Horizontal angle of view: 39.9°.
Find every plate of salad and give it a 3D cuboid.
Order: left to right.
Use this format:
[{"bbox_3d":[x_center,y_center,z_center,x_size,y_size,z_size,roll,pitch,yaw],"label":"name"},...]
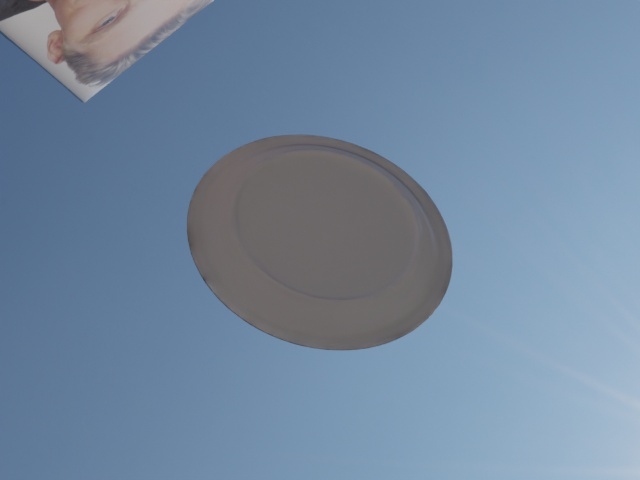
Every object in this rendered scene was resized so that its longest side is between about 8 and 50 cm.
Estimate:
[{"bbox_3d":[0.000,0.000,0.656,0.200,0.200,0.048,0,-38,-16],"label":"plate of salad"}]

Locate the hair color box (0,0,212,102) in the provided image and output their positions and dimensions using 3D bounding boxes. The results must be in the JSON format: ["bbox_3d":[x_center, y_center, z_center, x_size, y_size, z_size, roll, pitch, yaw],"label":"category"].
[{"bbox_3d":[-0.172,-0.224,0.590,0.174,0.347,0.105,-39,-95,-2],"label":"hair color box"}]
